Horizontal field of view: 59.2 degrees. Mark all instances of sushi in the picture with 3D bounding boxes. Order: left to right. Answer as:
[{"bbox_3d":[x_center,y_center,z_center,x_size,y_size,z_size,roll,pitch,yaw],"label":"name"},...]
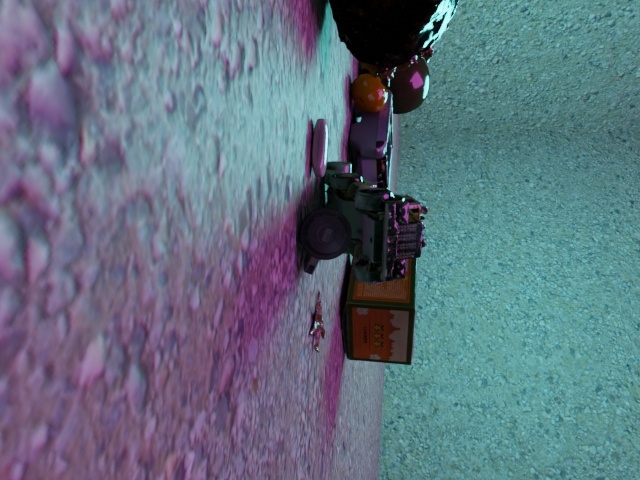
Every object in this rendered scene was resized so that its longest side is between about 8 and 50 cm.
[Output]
[{"bbox_3d":[0.118,-0.437,0.846,0.348,0.234,0.207,-62,166,-14],"label":"sushi"}]

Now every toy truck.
[{"bbox_3d":[0.085,-0.036,0.807,0.259,0.135,0.128,-121,-150,-72],"label":"toy truck"}]

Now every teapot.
[{"bbox_3d":[0.000,0.000,0.726,0.057,0.066,0.088,-141,-106,-81],"label":"teapot"}]

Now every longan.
[{"bbox_3d":[0.173,-0.401,1.361,0.204,0.159,0.185,48,21,-17],"label":"longan"}]

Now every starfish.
[{"bbox_3d":[-0.002,0.122,0.844,0.086,0.016,0.092,69,22,-70],"label":"starfish"}]

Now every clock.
[{"bbox_3d":[0.117,-0.205,1.266,0.186,0.083,0.253,80,15,-46],"label":"clock"}]

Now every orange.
[{"bbox_3d":[0.103,-0.309,1.181,0.083,0.070,0.083,42,39,-46],"label":"orange"}]

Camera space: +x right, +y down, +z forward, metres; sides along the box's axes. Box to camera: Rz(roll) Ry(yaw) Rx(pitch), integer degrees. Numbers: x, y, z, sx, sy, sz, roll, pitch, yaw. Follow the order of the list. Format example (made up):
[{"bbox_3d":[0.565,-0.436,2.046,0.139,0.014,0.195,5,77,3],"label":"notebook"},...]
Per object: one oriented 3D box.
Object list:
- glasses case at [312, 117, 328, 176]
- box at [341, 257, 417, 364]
[{"bbox_3d":[0.000,-0.130,0.788,0.032,0.021,0.083,41,51,-74],"label":"glasses case"},{"bbox_3d":[0.130,0.132,1.206,0.195,0.148,0.177,-77,167,-50],"label":"box"}]
